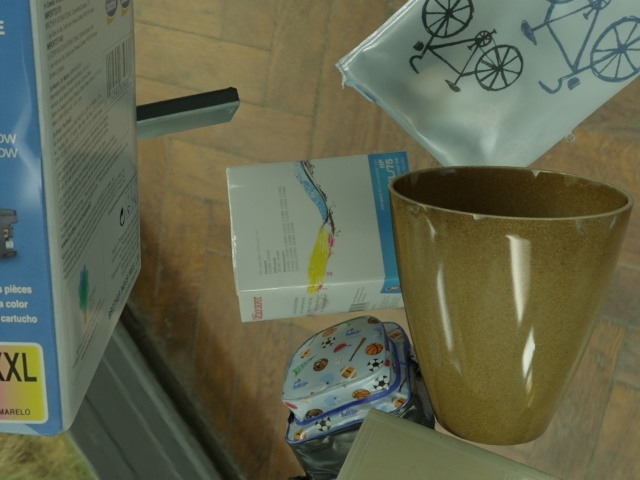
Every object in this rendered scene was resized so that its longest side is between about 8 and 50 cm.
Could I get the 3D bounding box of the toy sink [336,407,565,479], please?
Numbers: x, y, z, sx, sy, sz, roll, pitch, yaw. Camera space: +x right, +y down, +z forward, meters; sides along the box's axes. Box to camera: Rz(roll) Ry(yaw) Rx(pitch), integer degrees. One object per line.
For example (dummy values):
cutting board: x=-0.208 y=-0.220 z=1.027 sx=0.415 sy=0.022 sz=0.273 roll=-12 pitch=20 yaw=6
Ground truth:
toy sink: x=0.134 y=0.299 z=0.930 sx=0.234 sy=0.131 sz=0.153 roll=19 pitch=146 yaw=16

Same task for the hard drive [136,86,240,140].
hard drive: x=-0.158 y=-0.132 z=0.961 sx=0.135 sy=0.094 sz=0.022 roll=-14 pitch=89 yaw=-13

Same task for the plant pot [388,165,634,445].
plant pot: x=0.181 y=0.069 z=0.922 sx=0.237 sy=0.237 sz=0.254 roll=8 pitch=106 yaw=21

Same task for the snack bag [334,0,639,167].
snack bag: x=0.234 y=-0.225 z=1.074 sx=0.342 sy=0.037 sz=0.323 roll=-41 pitch=130 yaw=16

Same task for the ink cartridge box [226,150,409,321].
ink cartridge box: x=0.000 y=0.000 z=1.369 sx=0.270 sy=0.198 sz=0.197 roll=-5 pitch=73 yaw=-5

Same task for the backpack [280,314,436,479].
backpack: x=0.060 y=0.252 z=1.518 sx=0.276 sy=0.263 sz=0.213 roll=-17 pitch=109 yaw=12

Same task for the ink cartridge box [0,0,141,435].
ink cartridge box: x=-0.219 y=-0.110 z=0.616 sx=0.151 sy=0.270 sz=0.395 roll=4 pitch=112 yaw=-2
